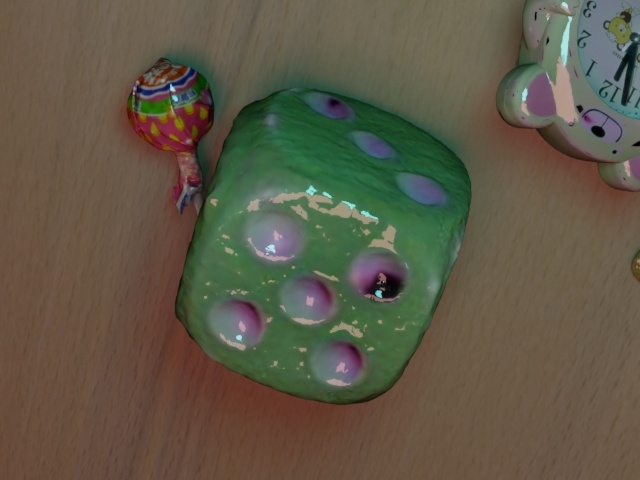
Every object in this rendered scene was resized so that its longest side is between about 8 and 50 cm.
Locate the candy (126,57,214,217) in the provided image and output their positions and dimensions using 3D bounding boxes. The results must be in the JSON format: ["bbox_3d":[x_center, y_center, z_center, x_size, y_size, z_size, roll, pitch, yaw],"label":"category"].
[{"bbox_3d":[-0.185,-0.089,1.881,0.124,0.124,0.365,-2,126,12],"label":"candy"}]

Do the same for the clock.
[{"bbox_3d":[0.376,-0.238,1.601,0.284,0.114,0.309,29,86,-19],"label":"clock"}]

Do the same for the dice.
[{"bbox_3d":[0.000,0.000,1.747,0.330,0.322,0.318,22,117,-2],"label":"dice"}]

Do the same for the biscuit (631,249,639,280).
[{"bbox_3d":[0.496,0.007,1.834,0.071,0.018,0.147,30,117,-4],"label":"biscuit"}]

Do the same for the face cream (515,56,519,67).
[{"bbox_3d":[0.316,-0.204,1.707,0.117,0.117,0.104,-13,122,16],"label":"face cream"}]
